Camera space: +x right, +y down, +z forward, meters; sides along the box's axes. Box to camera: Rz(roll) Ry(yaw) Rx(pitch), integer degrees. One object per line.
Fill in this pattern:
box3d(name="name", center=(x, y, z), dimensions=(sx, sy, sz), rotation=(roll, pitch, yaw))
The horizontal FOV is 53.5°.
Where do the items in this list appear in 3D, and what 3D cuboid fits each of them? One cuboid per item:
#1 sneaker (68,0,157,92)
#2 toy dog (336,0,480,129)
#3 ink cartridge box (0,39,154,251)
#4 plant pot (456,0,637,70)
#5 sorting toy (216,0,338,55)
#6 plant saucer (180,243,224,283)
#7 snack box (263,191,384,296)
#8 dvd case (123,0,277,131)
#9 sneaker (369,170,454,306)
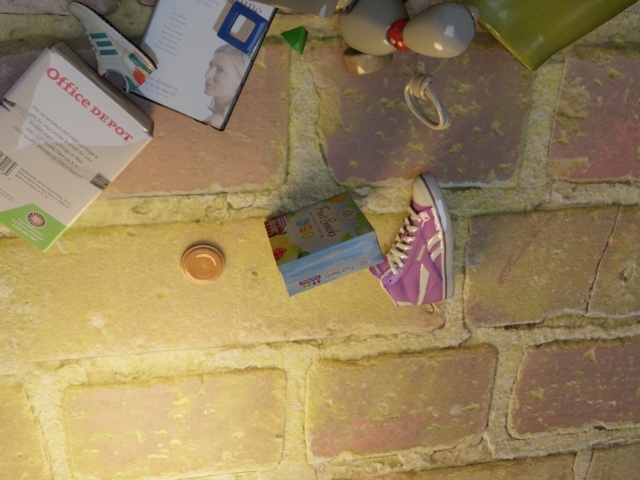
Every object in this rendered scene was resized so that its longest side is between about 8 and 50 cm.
box3d(name="sneaker", center=(-0.339, -0.300, 0.993), dimensions=(0.161, 0.057, 0.075), rotation=(40, 95, -12))
box3d(name="toy dog", center=(0.139, -0.341, 0.979), dimensions=(0.161, 0.334, 0.220), rotation=(-35, 142, -14))
box3d(name="ink cartridge box", center=(-0.431, -0.150, 1.021), dimensions=(0.273, 0.115, 0.198), rotation=(-44, 115, 9))
box3d(name="plant pot", center=(0.363, -0.464, 0.951), dimensions=(0.366, 0.366, 0.353), rotation=(35, 114, -23))
box3d(name="sorting toy", center=(-0.045, -0.449, 0.976), dimensions=(0.196, 0.047, 0.347), rotation=(19, 99, 11))
box3d(name="plant saucer", center=(-0.224, 0.046, 1.209), dimensions=(0.084, 0.013, 0.083), rotation=(-4, 114, -9))
box3d(name="snack box", center=(0.000, 0.000, 1.128), dimensions=(0.175, 0.207, 0.070), rotation=(-20, 116, -2))
box3d(name="dvd case", center=(-0.194, -0.327, 1.046), dimensions=(0.180, 0.022, 0.253), rotation=(21, 107, -20))
box3d(name="sneaker", center=(0.171, 0.012, 1.233), dimensions=(0.161, 0.102, 0.282), rotation=(-11, 115, -4))
